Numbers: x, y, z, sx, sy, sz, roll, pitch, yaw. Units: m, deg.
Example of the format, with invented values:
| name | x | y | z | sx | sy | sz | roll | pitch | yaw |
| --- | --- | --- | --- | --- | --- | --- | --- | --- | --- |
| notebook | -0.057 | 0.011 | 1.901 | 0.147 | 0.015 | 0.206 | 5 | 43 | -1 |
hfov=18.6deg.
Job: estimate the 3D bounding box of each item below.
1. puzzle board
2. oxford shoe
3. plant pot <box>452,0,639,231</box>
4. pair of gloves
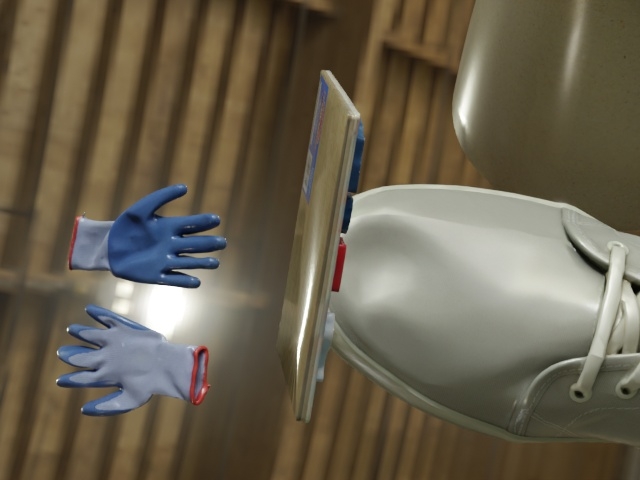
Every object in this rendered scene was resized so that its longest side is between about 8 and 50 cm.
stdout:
| name | x | y | z | sx | sy | sz | roll | pitch | yaw |
| --- | --- | --- | --- | --- | --- | --- | --- | --- | --- |
| puzzle board | 0.000 | 0.000 | 0.812 | 0.096 | 0.011 | 0.128 | -111 | 30 | -73 |
| oxford shoe | 0.207 | 0.063 | 1.247 | 0.130 | 0.449 | 0.169 | 136 | 152 | -68 |
| plant pot | 0.230 | -0.192 | 1.455 | 0.274 | 0.256 | 0.256 | 88 | -155 | -49 |
| pair of gloves | -0.149 | 0.050 | 1.615 | 0.023 | 0.159 | 0.198 | 20 | -105 | -57 |
